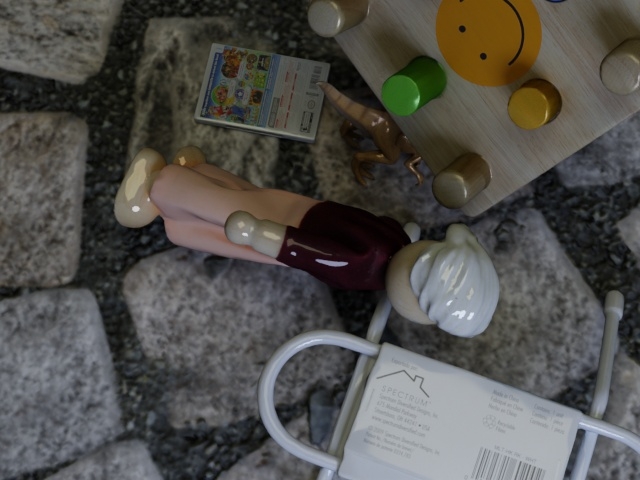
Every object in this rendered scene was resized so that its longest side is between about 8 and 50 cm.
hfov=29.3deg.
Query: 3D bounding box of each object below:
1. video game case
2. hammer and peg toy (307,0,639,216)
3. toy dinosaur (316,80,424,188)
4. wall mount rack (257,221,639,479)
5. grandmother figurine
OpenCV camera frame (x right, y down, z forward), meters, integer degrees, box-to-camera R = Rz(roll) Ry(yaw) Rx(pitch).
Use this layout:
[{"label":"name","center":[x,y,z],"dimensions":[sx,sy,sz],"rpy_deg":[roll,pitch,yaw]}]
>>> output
[{"label":"video game case","center":[-0.057,-0.147,1.220],"dimensions":[0.122,0.011,0.087],"rpy_deg":[11,71,2]},{"label":"hammer and peg toy","center":[0.116,-0.224,1.015],"dimensions":[0.361,0.266,0.127],"rpy_deg":[55,37,-1]},{"label":"toy dinosaur","center":[0.055,-0.106,1.145],"dimensions":[0.211,0.112,0.064],"rpy_deg":[23,60,-27]},{"label":"wall mount rack","center":[0.132,0.136,1.066],"dimensions":[0.350,0.130,0.304],"rpy_deg":[19,74,5]},{"label":"grandmother figurine","center":[0.000,0.000,1.057],"dimensions":[0.342,0.104,0.208],"rpy_deg":[20,25,29]}]
